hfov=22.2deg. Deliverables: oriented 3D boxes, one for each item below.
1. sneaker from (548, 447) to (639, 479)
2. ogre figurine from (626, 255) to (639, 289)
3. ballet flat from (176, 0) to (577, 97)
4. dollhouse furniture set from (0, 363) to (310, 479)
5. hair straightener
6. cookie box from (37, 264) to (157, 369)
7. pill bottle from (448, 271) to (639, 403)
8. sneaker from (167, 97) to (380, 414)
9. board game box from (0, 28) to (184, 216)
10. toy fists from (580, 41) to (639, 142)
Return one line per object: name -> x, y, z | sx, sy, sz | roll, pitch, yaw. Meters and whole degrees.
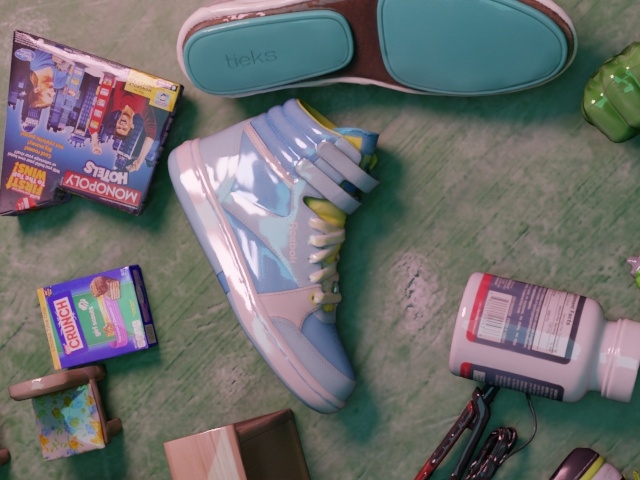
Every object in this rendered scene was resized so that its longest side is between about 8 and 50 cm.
sneaker -> 0.232, 0.315, 1.617 | 0.097, 0.084, 0.235 | 37, 96, 8
ogre figurine -> 0.376, 0.061, 1.588 | 0.118, 0.097, 0.197 | -19, 97, -1
ballet flat -> 0.055, -0.219, 1.636 | 0.400, 0.139, 0.139 | -2, 89, 9
dollhouse furniture set -> -0.218, 0.304, 1.615 | 0.394, 0.256, 0.362 | -16, 86, 10
hair straightener -> 0.153, 0.236, 1.659 | 0.089, 0.047, 0.230 | 34, 91, 9
cookie box -> -0.238, 0.082, 1.731 | 0.107, 0.040, 0.092 | -14, 87, 11
pill bottle -> 0.225, 0.102, 1.609 | 0.180, 0.108, 0.108 | 14, 92, 11
sneaker -> 0.000, 0.000, 1.645 | 0.208, 0.127, 0.319 | -30, 85, 10
board game box -> -0.259, -0.101, 1.728 | 0.194, 0.060, 0.194 | 20, 94, 10
toy fists -> 0.383, -0.174, 1.564 | 0.279, 0.142, 0.096 | -22, 85, 10
